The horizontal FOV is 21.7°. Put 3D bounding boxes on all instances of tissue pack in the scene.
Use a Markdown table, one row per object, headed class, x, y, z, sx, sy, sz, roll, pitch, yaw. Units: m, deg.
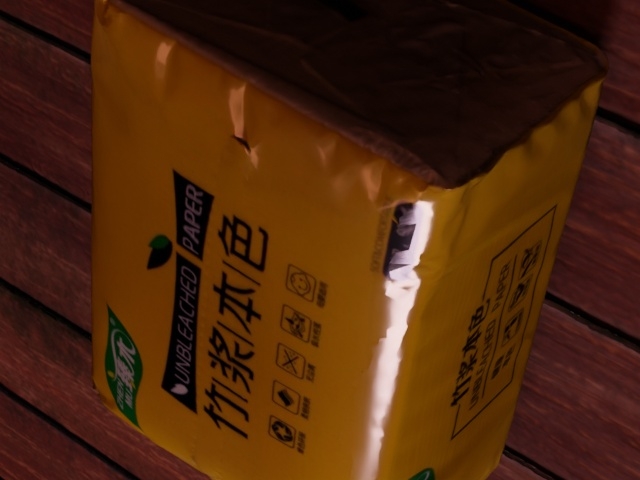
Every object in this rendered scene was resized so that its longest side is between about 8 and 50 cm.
| class | x | y | z | sx | sy | sz | roll | pitch | yaw |
| --- | --- | --- | --- | --- | --- | --- | --- | --- | --- |
| tissue pack | 0.000 | 0.000 | 1.158 | 0.293 | 0.228 | 0.382 | 32 | 138 | 24 |
